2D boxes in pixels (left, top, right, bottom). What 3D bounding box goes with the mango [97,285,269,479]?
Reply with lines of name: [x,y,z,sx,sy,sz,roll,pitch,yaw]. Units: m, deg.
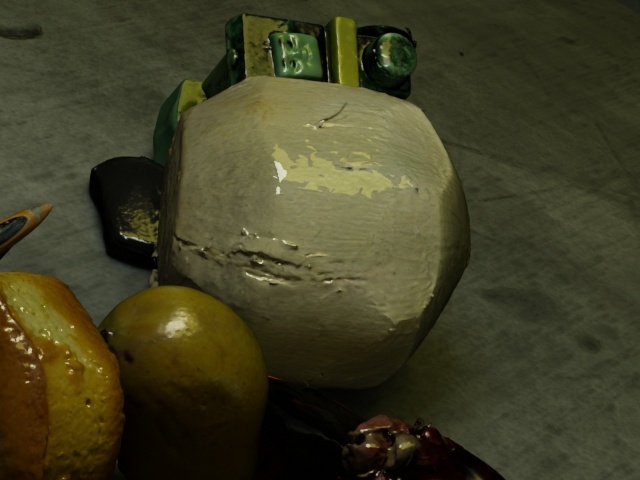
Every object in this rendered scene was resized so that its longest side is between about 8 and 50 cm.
mango: [-0.131,0.160,1.708,0.167,0.262,0.130,-8,35,-7]

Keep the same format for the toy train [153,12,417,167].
toy train: [-0.040,-0.160,2.226,0.253,0.397,0.160,7,69,-23]

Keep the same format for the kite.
kite: [0.028,0.188,1.790,0.377,0.013,0.327,25,-13,19]

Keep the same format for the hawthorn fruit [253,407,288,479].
hawthorn fruit: [-0.078,0.208,1.832,0.093,0.093,0.093,17,29,-9]

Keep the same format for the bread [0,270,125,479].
bread: [-0.286,0.150,1.623,0.146,0.268,0.268,1,35,-37]

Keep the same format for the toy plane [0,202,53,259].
toy plane: [-0.394,0.040,1.827,0.204,0.103,0.316,52,42,2]

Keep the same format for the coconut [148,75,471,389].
coconut: [0.000,0.000,1.978,0.360,0.346,0.346,8,31,-12]

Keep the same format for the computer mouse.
computer mouse: [-0.214,-0.047,2.179,0.122,0.073,0.217,7,33,-26]

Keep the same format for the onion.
onion: [0.089,0.316,1.618,0.221,0.281,0.281,-6,22,20]
